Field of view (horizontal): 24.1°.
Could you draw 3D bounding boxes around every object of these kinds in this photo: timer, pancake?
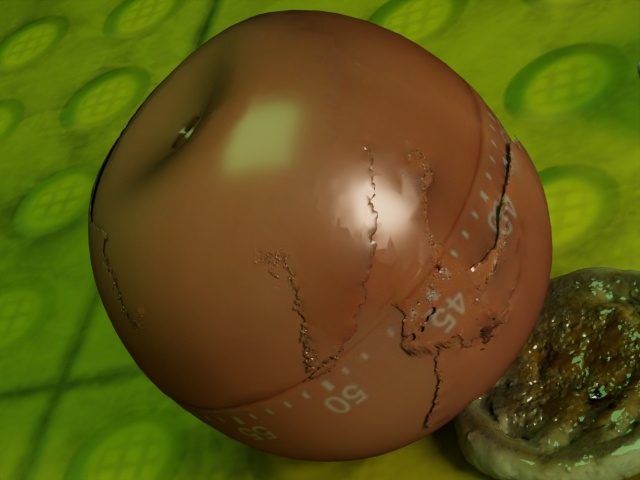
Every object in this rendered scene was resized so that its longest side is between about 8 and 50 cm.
[{"bbox_3d":[0.000,0.000,0.789,0.230,0.215,0.229,-38,28,25],"label":"timer"},{"bbox_3d":[0.137,0.068,0.784,0.152,0.025,0.151,-20,36,15],"label":"pancake"}]

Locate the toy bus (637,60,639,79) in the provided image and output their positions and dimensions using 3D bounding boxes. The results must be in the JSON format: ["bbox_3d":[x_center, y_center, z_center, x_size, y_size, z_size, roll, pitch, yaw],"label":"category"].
[{"bbox_3d":[0.278,-0.135,0.903,0.190,0.064,0.075,-37,42,-11],"label":"toy bus"}]
